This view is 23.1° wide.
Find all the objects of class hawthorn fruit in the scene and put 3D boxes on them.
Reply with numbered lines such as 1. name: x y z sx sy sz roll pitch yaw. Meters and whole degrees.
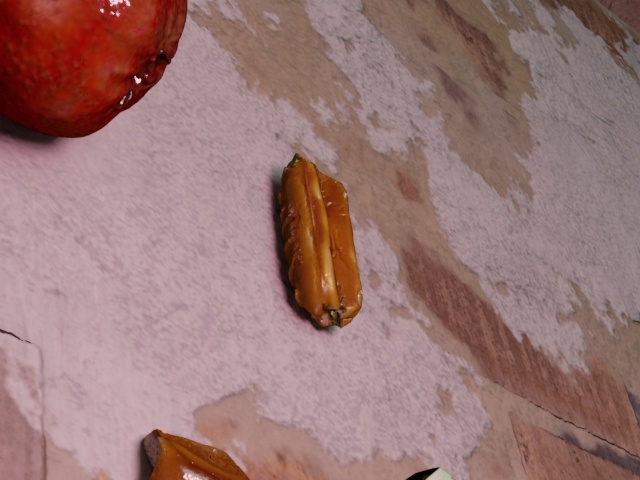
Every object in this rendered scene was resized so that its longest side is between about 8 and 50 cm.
1. hawthorn fruit: -0.295 -0.264 1.665 0.307 0.265 0.265 44 28 4

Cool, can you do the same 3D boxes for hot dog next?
1. hot dog: 0.000 0.000 1.960 0.115 0.072 0.269 32 32 -30

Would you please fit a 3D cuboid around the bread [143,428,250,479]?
1. bread: -0.113 0.229 1.529 0.129 0.044 0.126 26 16 -29

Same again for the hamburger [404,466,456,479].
1. hamburger: 0.123 0.359 1.668 0.214 0.125 0.235 56 31 -3
